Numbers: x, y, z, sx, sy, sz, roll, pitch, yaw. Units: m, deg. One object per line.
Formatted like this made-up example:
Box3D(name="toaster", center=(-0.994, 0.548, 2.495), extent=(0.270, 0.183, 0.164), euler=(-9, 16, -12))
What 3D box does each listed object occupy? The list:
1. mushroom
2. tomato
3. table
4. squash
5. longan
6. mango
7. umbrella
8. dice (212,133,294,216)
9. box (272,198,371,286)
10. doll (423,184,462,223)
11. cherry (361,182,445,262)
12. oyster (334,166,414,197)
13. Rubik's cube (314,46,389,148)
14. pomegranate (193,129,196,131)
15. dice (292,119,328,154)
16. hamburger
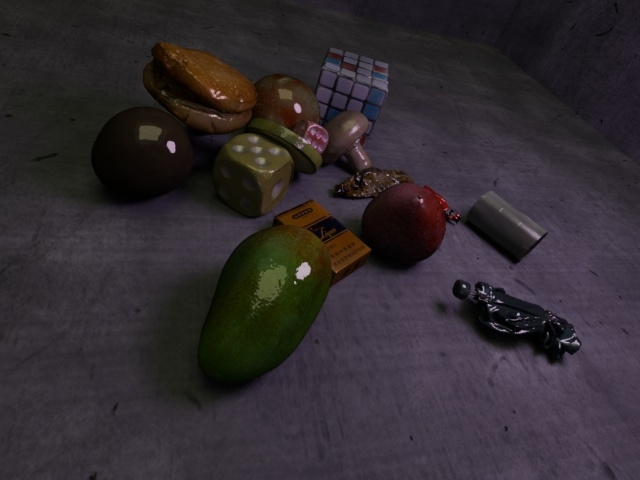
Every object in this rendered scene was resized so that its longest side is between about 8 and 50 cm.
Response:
Box3D(name="mushroom", center=(0.084, -0.331, 1.377), extent=(0.206, 0.206, 0.209), euler=(-13, 73, -31))
Box3D(name="tomato", center=(-0.128, -0.454, 1.391), extent=(0.270, 0.223, 0.270), euler=(9, 42, -8))
Box3D(name="table", center=(0.610, -0.051, 1.329), extent=(0.126, 0.126, 0.220), euler=(-24, 57, -37))
Box3D(name="squash", center=(-0.110, -0.287, 1.230), extent=(0.252, 0.252, 0.049), euler=(29, 83, 9))
Box3D(name="longan", center=(-0.460, -0.225, 1.041), extent=(0.248, 0.248, 0.248), euler=(11, 43, -10))
Box3D(name="mango", center=(-0.114, 0.117, 0.841), extent=(0.225, 0.201, 0.382), euler=(41, 53, -9))
Box3D(name="umbrella", center=(0.502, 0.195, 1.060), extent=(0.348, 0.094, 0.143), euler=(22, 24, -6))
Box3D(name="dice", center=(-0.188, -0.187, 1.141), extent=(0.169, 0.166, 0.169), euler=(31, 43, 10))
Box3D(name="box", center=(0.000, 0.000, 1.096), extent=(0.152, 0.070, 0.237), euler=(-28, 63, -39))
Box3D(name="doll", center=(0.405, -0.121, 1.374), extent=(0.169, 0.057, 0.109), euler=(34, 42, 16))
Box3D(name="cherry", center=(0.240, -0.061, 1.126), extent=(0.239, 0.239, 0.206), euler=(30, 36, 11))
Box3D(name="oyster", center=(0.191, -0.192, 1.366), extent=(0.344, 0.079, 0.129), euler=(-10, 59, -32))
Box3D(name="Rubik's cube", center=(0.106, -0.553, 1.559), extent=(0.258, 0.256, 0.253), euler=(15, 43, -4))
Box3D(name="pomegranate", center=(-0.378, -0.429, 1.345), extent=(0.148, 0.149, 0.169), euler=(24, 18, 5))
Box3D(name="dice", center=(-0.037, -0.322, 1.284), extent=(0.093, 0.094, 0.091), euler=(23, -1, -37))
Box3D(name="hamburger", center=(-0.331, -0.429, 1.142), extent=(0.290, 0.170, 0.314), euler=(46, 31, 12))
